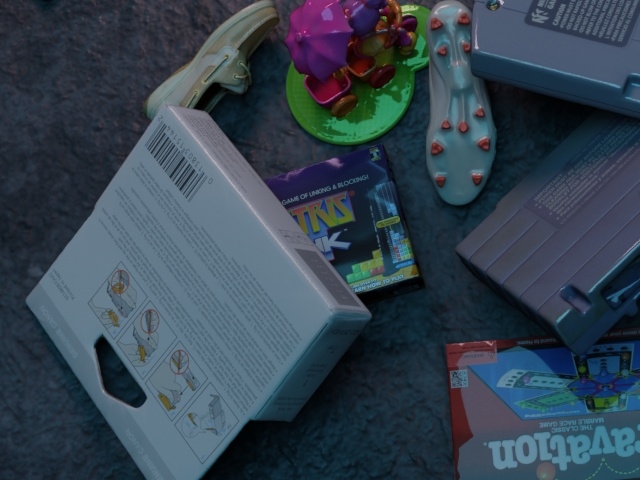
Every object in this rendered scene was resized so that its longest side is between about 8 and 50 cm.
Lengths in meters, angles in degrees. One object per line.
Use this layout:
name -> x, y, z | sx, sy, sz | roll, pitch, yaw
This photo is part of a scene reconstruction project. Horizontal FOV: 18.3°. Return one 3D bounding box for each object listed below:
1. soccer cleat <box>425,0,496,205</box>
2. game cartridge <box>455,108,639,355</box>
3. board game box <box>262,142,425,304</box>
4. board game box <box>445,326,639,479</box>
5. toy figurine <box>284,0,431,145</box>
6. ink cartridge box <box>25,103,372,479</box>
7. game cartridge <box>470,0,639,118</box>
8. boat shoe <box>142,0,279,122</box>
soccer cleat -> 0.133, -0.132, 1.905 | 0.068, 0.076, 0.196 | -3, 94, 6
game cartridge -> 0.300, -0.065, 1.782 | 0.355, 0.230, 0.068 | -43, 112, -2
board game box -> 0.000, 0.000, 1.900 | 0.170, 0.048, 0.141 | -18, 73, 6
board game box -> 0.259, 0.154, 1.815 | 0.281, 0.027, 0.145 | -6, 75, 10
toy figurine -> 0.033, -0.189, 1.887 | 0.173, 0.159, 0.130 | -36, 71, -1
ink cartridge box -> -0.123, 0.063, 1.871 | 0.261, 0.066, 0.296 | -52, 57, 21
game cartridge -> 0.256, -0.251, 1.869 | 0.198, 0.062, 0.297 | 14, 56, 19
boat shoe -> -0.097, -0.164, 1.962 | 0.170, 0.063, 0.059 | -44, 73, 7
